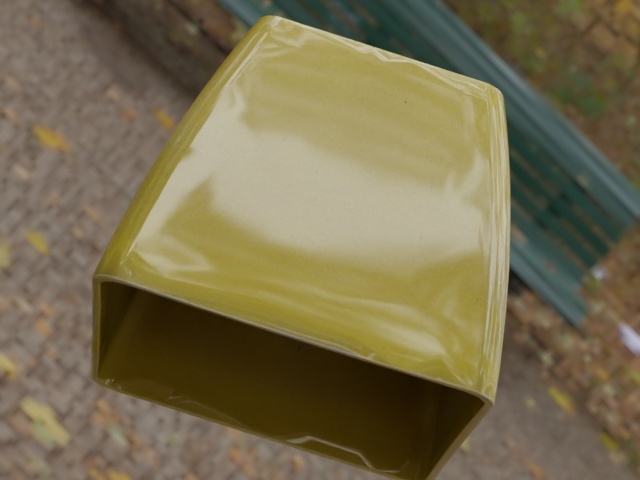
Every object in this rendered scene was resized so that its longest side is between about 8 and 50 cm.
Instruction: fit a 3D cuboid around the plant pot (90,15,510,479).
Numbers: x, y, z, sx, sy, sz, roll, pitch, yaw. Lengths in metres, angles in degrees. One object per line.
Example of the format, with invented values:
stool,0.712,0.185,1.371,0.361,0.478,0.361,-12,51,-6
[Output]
plant pot,0.000,0.000,1.084,0.212,0.187,0.212,17,-21,-1
